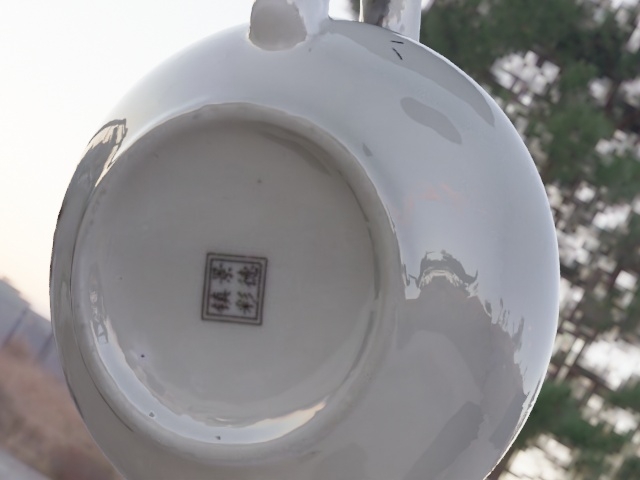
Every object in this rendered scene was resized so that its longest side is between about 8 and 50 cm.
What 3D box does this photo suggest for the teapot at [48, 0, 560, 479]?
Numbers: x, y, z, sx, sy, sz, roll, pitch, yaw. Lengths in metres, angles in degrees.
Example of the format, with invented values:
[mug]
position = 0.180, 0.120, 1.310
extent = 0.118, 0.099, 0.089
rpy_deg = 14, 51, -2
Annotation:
[teapot]
position = 0.000, 0.000, 0.648
extent = 0.208, 0.299, 0.166
rpy_deg = 5, -11, 35
